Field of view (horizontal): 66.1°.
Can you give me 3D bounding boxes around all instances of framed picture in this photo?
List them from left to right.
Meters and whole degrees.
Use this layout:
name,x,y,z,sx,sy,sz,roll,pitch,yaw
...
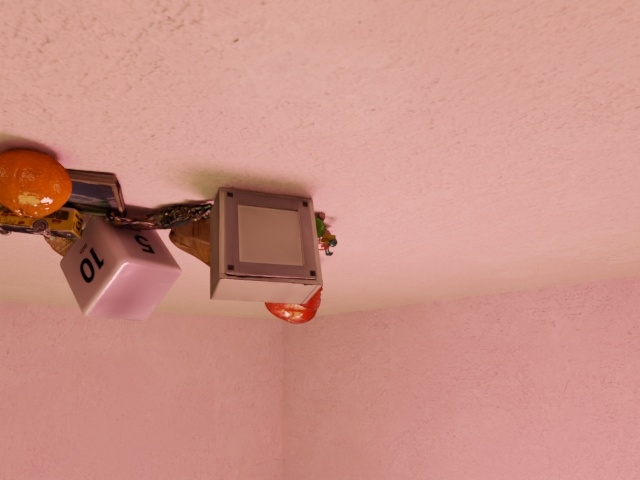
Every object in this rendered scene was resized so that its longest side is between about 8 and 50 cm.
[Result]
name,x,y,z,sx,sy,sz,roll,pitch,yaw
framed picture,-0.536,-0.103,1.089,0.188,0.023,0.260,7,165,-16

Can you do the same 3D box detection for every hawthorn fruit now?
name,x,y,z,sx,sy,sz,roll,pitch,yaw
hawthorn fruit,-0.127,0.178,1.786,0.271,0.242,0.242,12,163,-11

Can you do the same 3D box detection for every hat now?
name,x,y,z,sx,sy,sz,roll,pitch,yaw
hat,-0.668,-0.021,1.323,0.145,0.067,0.146,12,129,15

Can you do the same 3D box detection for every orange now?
name,x,y,z,sx,sy,sz,roll,pitch,yaw
orange,-0.526,-0.102,0.894,0.135,0.118,0.135,-9,167,-2

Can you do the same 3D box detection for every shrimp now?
name,x,y,z,sx,sy,sz,roll,pitch,yaw
shrimp,-0.388,-0.057,1.152,0.261,0.051,0.198,-8,177,23

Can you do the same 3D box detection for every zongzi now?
name,x,y,z,sx,sy,sz,roll,pitch,yaw
zongzi,-0.297,0.037,1.283,0.194,0.198,0.099,-1,176,13

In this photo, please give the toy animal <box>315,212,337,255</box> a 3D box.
name,x,y,z,sx,sy,sz,roll,pitch,yaw
toy animal,0.000,0.000,1.344,0.103,0.100,0.208,35,159,16

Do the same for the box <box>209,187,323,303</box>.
name,x,y,z,sx,sy,sz,roll,pitch,yaw
box,-0.127,0.014,1.106,0.224,0.225,0.117,6,149,-22

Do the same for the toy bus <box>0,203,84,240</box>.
name,x,y,z,sx,sy,sz,roll,pitch,yaw
toy bus,-0.674,-0.048,1.131,0.226,0.074,0.081,7,165,-5

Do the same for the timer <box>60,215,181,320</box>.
name,x,y,z,sx,sy,sz,roll,pitch,yaw
timer,-0.514,0.071,1.269,0.192,0.195,0.194,-50,147,12
